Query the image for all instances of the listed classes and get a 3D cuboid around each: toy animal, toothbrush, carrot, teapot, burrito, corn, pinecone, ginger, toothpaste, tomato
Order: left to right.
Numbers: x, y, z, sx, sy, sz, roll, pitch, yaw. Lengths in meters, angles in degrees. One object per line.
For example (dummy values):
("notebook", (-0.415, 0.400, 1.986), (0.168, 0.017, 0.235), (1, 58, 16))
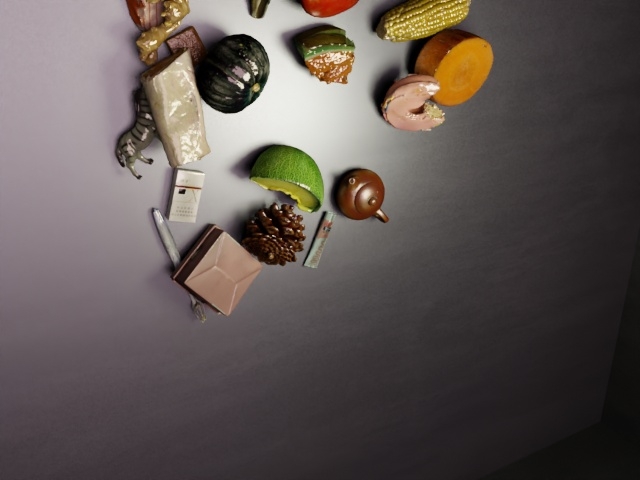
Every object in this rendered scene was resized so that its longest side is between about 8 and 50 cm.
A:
("toy animal", (-0.485, -0.295, 1.673), (0.217, 0.073, 0.176), (-46, 120, 0))
("ginger", (-0.401, -0.553, 1.570), (0.176, 0.052, 0.193), (-34, 151, -23))
("burrito", (-0.383, -0.350, 1.622), (0.143, 0.105, 0.299), (-19, 107, -31))
("toothbrush", (-0.429, 0.081, 1.881), (0.035, 0.042, 0.413), (-27, 119, -18))
("pinecone", (-0.137, -0.023, 1.923), (0.208, 0.208, 0.207), (-12, 115, -26))
("toothpaste", (0.000, 0.000, 2.100), (0.056, 0.036, 0.205), (10, 108, -35))
("tomato", (0.053, -0.726, 1.718), (0.232, 0.140, 0.200), (-64, 165, 11))
("teapot", (0.157, -0.134, 2.075), (0.178, 0.135, 0.252), (-47, 124, -1))
("corn", (0.332, -0.711, 1.944), (0.347, 0.130, 0.130), (-25, 120, -16))
("carrot", (0.449, -0.565, 2.049), (0.258, 0.100, 0.307), (-42, 143, 12))

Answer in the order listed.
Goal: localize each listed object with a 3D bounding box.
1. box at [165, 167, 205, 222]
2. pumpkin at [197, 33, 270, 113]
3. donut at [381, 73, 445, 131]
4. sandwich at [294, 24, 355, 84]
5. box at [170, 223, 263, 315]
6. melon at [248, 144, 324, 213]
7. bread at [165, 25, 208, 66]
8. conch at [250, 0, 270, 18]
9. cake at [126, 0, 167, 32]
("box", (-0.397, -0.132, 1.807), (0.084, 0.040, 0.154), (5, 108, -31))
("pumpkin", (-0.235, -0.451, 1.667), (0.162, 0.220, 0.220), (31, 93, 3))
("donut", (0.299, -0.448, 2.009), (0.199, 0.085, 0.233), (-6, 151, 13))
("sandwich", (0.006, -0.549, 1.840), (0.185, 0.109, 0.159), (-16, 137, -26))
("box", (-0.314, 0.097, 1.899), (0.215, 0.086, 0.215), (-54, 127, -14))
("melon", (-0.068, -0.211, 1.880), (0.265, 0.129, 0.169), (26, 63, -36))
("bread", (-0.362, -0.519, 1.670), (0.090, 0.035, 0.094), (-35, 123, -14))
("conch", (-0.104, -0.787, 1.637), (0.169, 0.203, 0.386), (-46, 156, -37))
("cake", (-0.438, -0.636, 1.538), (0.098, 0.135, 0.287), (-43, 136, -27))
